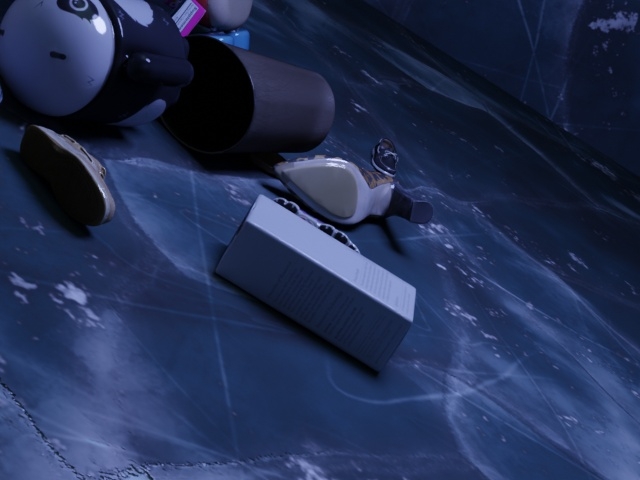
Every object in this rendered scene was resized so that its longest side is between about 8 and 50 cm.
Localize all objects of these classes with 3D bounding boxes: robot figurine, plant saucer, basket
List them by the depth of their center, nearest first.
[{"bbox_3d":[-0.282,-0.236,1.689,0.278,0.209,0.174,0,67,-60],"label":"robot figurine"},{"bbox_3d":[-0.097,-0.200,1.927,0.204,0.154,0.227,36,19,32],"label":"basket"},{"bbox_3d":[-0.080,-0.120,1.993,0.083,0.015,0.083,30,18,-11],"label":"plant saucer"}]

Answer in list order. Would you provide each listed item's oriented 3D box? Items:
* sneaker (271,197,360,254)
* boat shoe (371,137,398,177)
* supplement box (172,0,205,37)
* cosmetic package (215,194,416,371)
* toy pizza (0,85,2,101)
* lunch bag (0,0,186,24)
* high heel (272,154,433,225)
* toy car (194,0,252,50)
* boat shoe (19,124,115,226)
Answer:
[{"bbox_3d":[0.000,0.000,1.747,0.170,0.068,0.071,42,14,25],"label":"sneaker"},{"bbox_3d":[0.119,-0.149,2.367,0.046,0.038,0.125,30,18,-11],"label":"boat shoe"},{"bbox_3d":[-0.298,-0.379,1.999,0.111,0.114,0.220,24,-16,51],"label":"supplement box"},{"bbox_3d":[-0.002,0.049,1.588,0.231,0.085,0.117,31,18,-3],"label":"cosmetic package"},{"bbox_3d":[-0.463,-0.204,1.533,0.201,0.032,0.201,31,19,-12],"label":"toy pizza"},{"bbox_3d":[-0.314,-0.360,1.777,0.279,0.224,0.108,6,57,-36],"label":"lunch bag"},{"bbox_3d":[0.023,-0.082,2.009,0.261,0.093,0.186,15,6,-24],"label":"high heel"},{"bbox_3d":[-0.249,-0.441,2.323,0.237,0.219,0.210,7,15,10],"label":"toy car"},{"bbox_3d":[-0.269,-0.074,1.480,0.059,0.063,0.170,2,34,-48],"label":"boat shoe"}]
